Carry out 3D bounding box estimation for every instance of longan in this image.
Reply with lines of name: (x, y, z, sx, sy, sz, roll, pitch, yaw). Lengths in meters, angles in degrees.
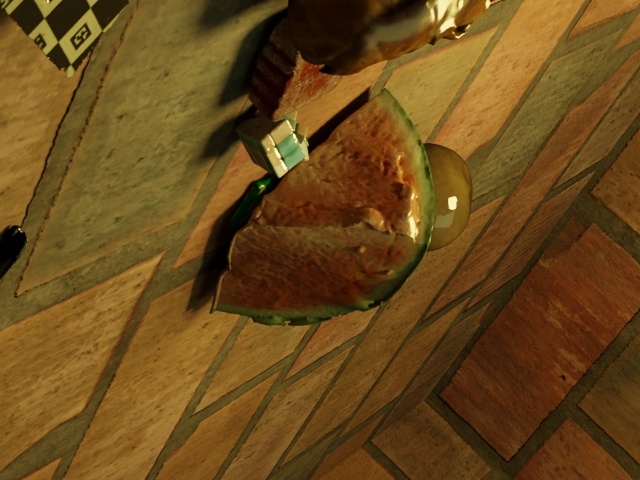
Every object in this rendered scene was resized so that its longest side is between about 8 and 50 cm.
longan: (0.168, -0.070, 2.277, 0.187, 0.167, 0.167, -46, 168, -42)

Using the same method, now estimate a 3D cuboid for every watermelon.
watermelon: (0.033, 0.005, 1.998, 0.319, 0.222, 0.292, -42, 163, -27)

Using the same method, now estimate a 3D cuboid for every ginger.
ginger: (0.094, -0.283, 1.556, 0.321, 0.165, 0.172, -21, 134, -47)

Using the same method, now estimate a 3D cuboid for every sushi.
sushi: (-0.194, -0.248, 1.137, 0.193, 0.040, 0.210, -53, 162, -3)

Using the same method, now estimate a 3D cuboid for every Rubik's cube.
Rubik's cube: (-0.054, -0.128, 1.725, 0.073, 0.084, 0.075, -39, 144, -14)

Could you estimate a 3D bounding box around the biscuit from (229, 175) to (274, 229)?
biscuit: (-0.093, -0.052, 1.922, 0.089, 0.016, 0.046, -53, 164, 25)

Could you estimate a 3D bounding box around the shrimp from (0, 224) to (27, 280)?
shrimp: (-0.365, 0.032, 1.387, 0.198, 0.051, 0.262, -47, 169, -26)

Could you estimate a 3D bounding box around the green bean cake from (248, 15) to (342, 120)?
green bean cake: (-0.017, -0.214, 1.644, 0.135, 0.056, 0.136, -35, 161, -41)
